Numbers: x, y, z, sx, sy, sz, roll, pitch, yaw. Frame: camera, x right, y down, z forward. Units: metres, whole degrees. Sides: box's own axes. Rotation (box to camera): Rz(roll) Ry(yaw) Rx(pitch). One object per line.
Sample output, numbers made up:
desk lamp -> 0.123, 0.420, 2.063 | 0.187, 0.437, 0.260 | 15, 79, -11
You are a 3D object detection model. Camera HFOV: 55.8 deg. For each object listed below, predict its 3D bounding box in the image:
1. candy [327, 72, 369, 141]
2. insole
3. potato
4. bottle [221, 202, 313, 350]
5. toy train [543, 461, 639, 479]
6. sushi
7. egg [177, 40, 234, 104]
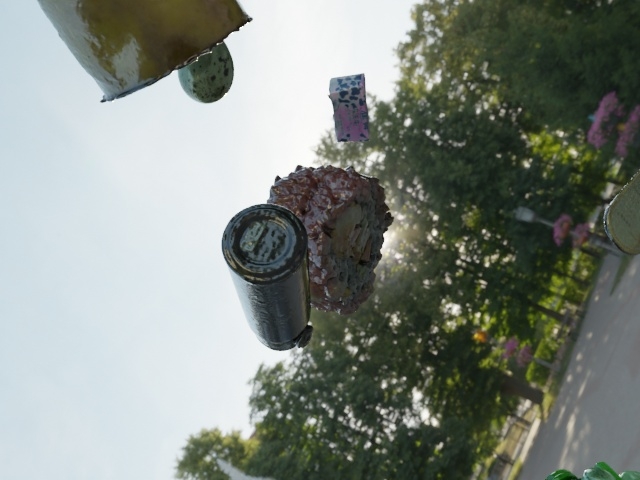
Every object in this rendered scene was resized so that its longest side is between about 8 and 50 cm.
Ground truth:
candy -> 0.070, -0.319, 1.467 | 0.160, 0.092, 0.073 | 78, -170, -45
insole -> 0.532, -0.106, 0.930 | 0.348, 0.119, 0.009 | -44, 4, -25
potato -> -0.248, -0.321, 0.711 | 0.229, 0.229, 0.266 | -54, -55, -29
bottle -> -0.043, 0.052, 0.598 | 0.072, 0.082, 0.244 | -53, -13, -20
toy train -> 0.231, 0.310, 0.557 | 0.119, 0.085, 0.251 | 5, -65, -27
sushi -> 0.000, 0.000, 1.028 | 0.236, 0.171, 0.270 | -63, -26, -22
egg -> -0.172, -0.261, 0.906 | 0.085, 0.085, 0.110 | -30, -60, -58
